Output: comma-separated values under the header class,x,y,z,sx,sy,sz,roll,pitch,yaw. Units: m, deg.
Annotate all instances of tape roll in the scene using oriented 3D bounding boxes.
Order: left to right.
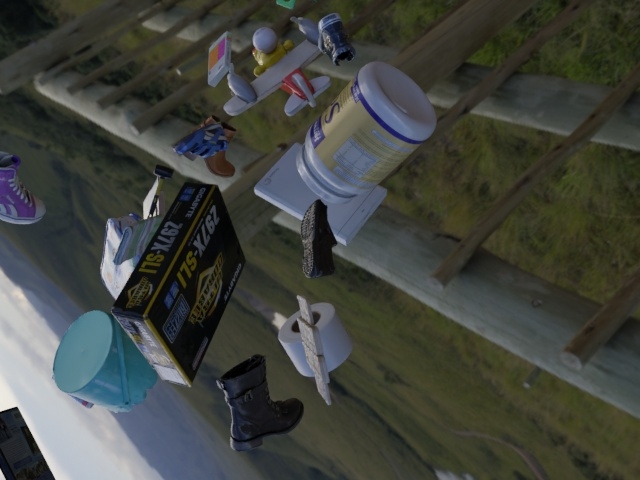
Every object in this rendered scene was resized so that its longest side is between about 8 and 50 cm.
class,x,y,z,sx,sy,sz,roll,pitch,yaw
tape roll,-0.018,0.376,2.149,0.246,0.246,0.169,11,133,59

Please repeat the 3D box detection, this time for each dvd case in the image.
class,x,y,z,sx,sy,sz,roll,pitch,yaw
dvd case,-0.728,0.529,1.359,0.253,0.022,0.180,59,172,5

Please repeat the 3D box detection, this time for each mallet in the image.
class,x,y,z,sx,sy,sz,roll,pitch,yaw
mallet,-0.536,-0.157,1.871,0.062,0.189,0.039,10,-173,-11

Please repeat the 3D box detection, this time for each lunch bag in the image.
class,x,y,z,sx,sy,sz,roll,pitch,yaw
lunch bag,-0.598,0.067,1.770,0.243,0.115,0.303,47,131,25

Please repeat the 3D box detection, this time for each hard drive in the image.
class,x,y,z,sx,sy,sz,roll,pitch,yaw
hard drive,-0.001,-0.156,1.776,0.353,0.233,0.047,30,154,19

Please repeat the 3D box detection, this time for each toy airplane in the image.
class,x,y,z,sx,sy,sz,roll,pitch,yaw
toy airplane,-0.140,-0.614,1.961,0.385,0.386,0.272,-5,139,32

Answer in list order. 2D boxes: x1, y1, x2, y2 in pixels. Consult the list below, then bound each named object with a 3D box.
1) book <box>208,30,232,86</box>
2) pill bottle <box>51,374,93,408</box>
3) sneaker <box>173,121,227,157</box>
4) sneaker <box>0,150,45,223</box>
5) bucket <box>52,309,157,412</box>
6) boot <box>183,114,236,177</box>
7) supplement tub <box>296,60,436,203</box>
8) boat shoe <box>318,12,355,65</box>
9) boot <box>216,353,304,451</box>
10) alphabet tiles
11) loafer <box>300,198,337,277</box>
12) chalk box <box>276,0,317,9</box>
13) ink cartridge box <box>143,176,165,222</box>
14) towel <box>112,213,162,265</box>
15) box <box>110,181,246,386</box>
class,x,y,z,sx,sy,sz,roll,pitch,yaw
book,-0.301,-0.546,1.678,0.035,0.144,0.096,20,145,-34
pill bottle,-0.798,0.476,1.843,0.160,0.087,0.087,35,159,-1
sneaker,-0.232,-0.192,1.110,0.053,0.144,0.059,-17,104,34
sneaker,-0.787,-0.137,1.430,0.102,0.161,0.282,59,-169,22
bucket,-0.613,0.341,1.616,0.281,0.281,0.183,31,173,41
boot,-0.295,-0.275,1.659,0.197,0.152,0.073,24,-148,-44
supplement tub,0.110,-0.271,1.467,0.241,0.241,0.331,49,128,2
boat shoe,0.035,-0.400,1.177,0.183,0.065,0.083,-5,-107,-83
boot,-0.147,0.402,1.461,0.091,0.263,0.228,11,110,41
alphabet tiles,-0.023,0.283,1.480,0.284,0.021,0.277,170,88,-81
loafer,0.000,0.000,1.399,0.078,0.220,0.080,16,149,-26
chalk box,-0.068,-0.764,1.567,0.132,0.213,0.132,31,-165,25
ink cartridge box,-0.605,-0.066,2.085,0.239,0.060,0.275,-37,55,52
towel,-0.456,-0.003,1.410,0.023,0.113,0.152,31,-159,7
box,-0.261,0.083,1.110,0.079,0.322,0.257,6,141,17
